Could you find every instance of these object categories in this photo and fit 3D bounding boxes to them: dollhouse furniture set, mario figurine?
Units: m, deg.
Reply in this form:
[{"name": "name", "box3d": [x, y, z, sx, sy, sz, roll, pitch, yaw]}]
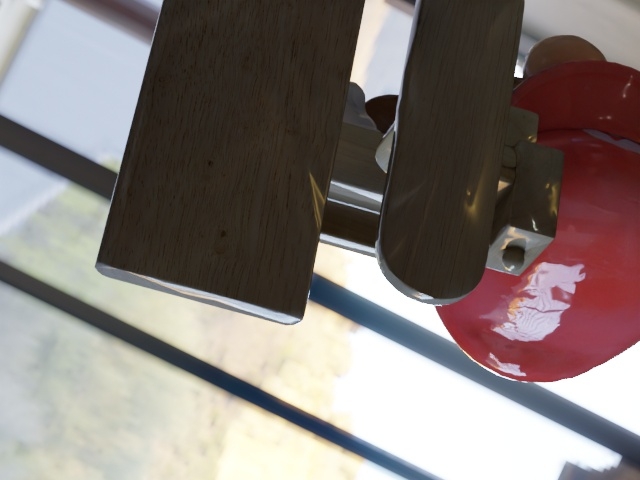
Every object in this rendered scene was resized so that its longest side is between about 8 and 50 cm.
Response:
[{"name": "dollhouse furniture set", "box3d": [0.000, 0.000, 0.542, 0.151, 0.144, 0.123, 124, -21, -61]}, {"name": "mario figurine", "box3d": [0.101, -0.049, 0.815, 0.198, 0.170, 0.320, -32, -170, -3]}]
